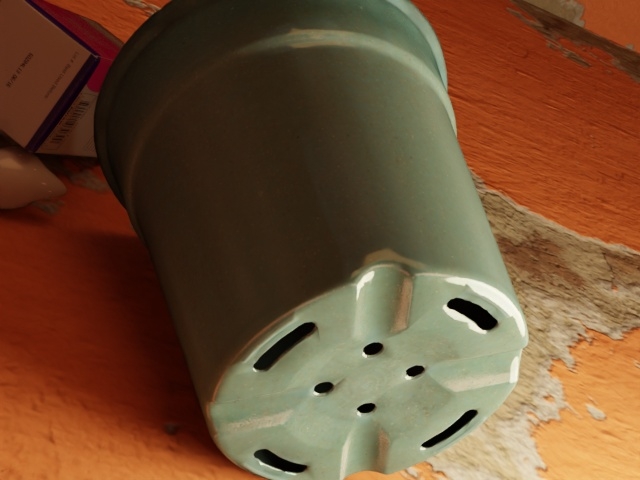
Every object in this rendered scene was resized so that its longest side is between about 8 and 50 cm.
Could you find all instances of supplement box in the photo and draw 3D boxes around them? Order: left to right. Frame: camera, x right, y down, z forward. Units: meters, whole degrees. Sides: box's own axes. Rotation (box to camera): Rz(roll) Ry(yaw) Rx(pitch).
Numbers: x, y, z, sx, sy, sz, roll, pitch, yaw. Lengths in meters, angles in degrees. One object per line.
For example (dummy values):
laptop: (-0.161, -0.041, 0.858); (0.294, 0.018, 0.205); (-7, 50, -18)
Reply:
supplement box: (-0.252, -0.158, 1.106); (0.114, 0.111, 0.220); (39, 8, 8)

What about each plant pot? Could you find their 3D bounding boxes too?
plant pot: (0.000, 0.000, 0.940); (0.341, 0.341, 0.334); (12, 38, -30)

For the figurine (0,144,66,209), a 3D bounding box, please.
figurine: (-0.359, -0.096, 1.008); (0.215, 0.092, 0.209); (43, 25, 25)
